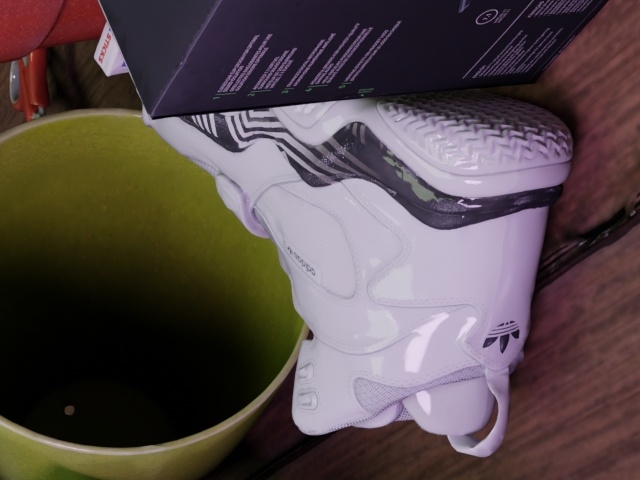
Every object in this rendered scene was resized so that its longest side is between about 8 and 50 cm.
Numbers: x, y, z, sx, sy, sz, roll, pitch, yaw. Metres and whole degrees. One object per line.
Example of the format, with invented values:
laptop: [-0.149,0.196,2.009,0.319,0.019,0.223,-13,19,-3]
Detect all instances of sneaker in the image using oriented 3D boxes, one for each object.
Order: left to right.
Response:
sneaker: [0.000,0.000,0.971,0.366,0.137,0.210,17,109,49]

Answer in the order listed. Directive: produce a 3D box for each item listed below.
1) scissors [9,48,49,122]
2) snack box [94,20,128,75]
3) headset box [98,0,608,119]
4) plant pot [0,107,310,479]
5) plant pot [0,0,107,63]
scissors: [-0.245,-0.111,1.334,0.297,0.021,0.109,-115,35,-52]
snack box: [-0.061,-0.149,0.990,0.022,0.178,0.064,53,137,22]
headset box: [0.040,-0.187,0.747,0.246,0.283,0.131,-51,57,48]
plant pot: [-0.161,0.096,1.155,0.275,0.275,0.293,62,157,26]
plant pot: [-0.155,-0.248,1.029,0.272,0.265,0.272,19,113,53]
